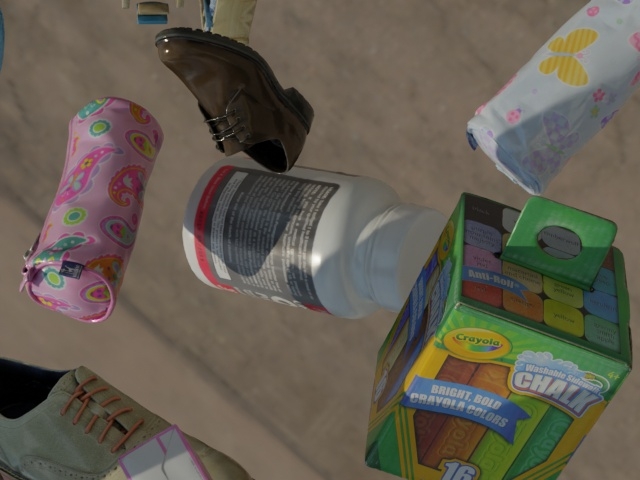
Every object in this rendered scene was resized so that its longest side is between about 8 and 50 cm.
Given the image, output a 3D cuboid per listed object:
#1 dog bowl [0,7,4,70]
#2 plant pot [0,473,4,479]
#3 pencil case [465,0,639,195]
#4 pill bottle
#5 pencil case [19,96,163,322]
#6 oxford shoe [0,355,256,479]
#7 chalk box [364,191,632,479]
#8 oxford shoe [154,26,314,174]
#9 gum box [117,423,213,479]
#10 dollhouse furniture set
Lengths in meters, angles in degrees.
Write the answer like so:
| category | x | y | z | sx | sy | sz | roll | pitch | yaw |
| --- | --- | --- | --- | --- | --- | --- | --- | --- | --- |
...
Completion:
| category | x | y | z | sx | sy | sz | roll | pitch | yaw |
| --- | --- | --- | --- | --- | --- | --- | --- | --- | --- |
| dog bowl | -0.373 | -0.204 | 1.488 | 0.074 | 0.166 | 0.297 | 15 | -139 | -38 |
| plant pot | -0.436 | 0.180 | 1.387 | 0.229 | 0.263 | 0.263 | 57 | 165 | 19 |
| pencil case | 0.291 | -0.175 | 1.798 | 0.113 | 0.273 | 0.124 | 44 | 180 | 36 |
| pill bottle | 0.000 | 0.000 | 2.015 | 0.318 | 0.176 | 0.176 | 11 | 146 | 36 |
| pencil case | -0.273 | -0.039 | 1.957 | 0.124 | 0.284 | 0.124 | 7 | 142 | 6 |
| oxford shoe | -0.231 | 0.218 | 1.700 | 0.397 | 0.140 | 0.147 | 9 | 127 | 35 |
| chalk box | 0.180 | 0.089 | 1.540 | 0.180 | 0.179 | 0.289 | 19 | 127 | -7 |
| oxford shoe | -0.090 | -0.143 | 1.693 | 0.082 | 0.096 | 0.227 | -10 | 146 | 40 |
| gum box | -0.099 | 0.268 | 1.430 | 0.188 | 0.062 | 0.107 | 57 | 173 | 26 |
| dollhouse furniture set | -0.188 | -0.358 | 2.250 | 0.129 | 0.183 | 0.129 | 109 | 156 | -61 |
